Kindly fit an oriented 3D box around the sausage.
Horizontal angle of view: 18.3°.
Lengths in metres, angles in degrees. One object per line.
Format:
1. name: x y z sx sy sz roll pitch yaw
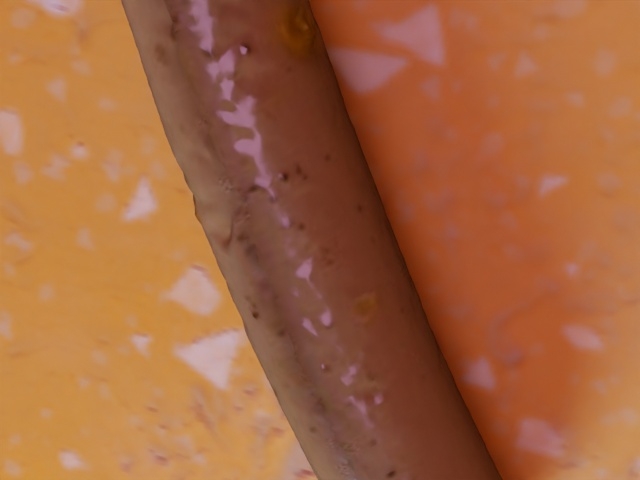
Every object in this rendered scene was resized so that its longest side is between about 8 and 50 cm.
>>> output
1. sausage: -0.002 0.001 0.652 0.066 0.066 0.301 -16 109 19
